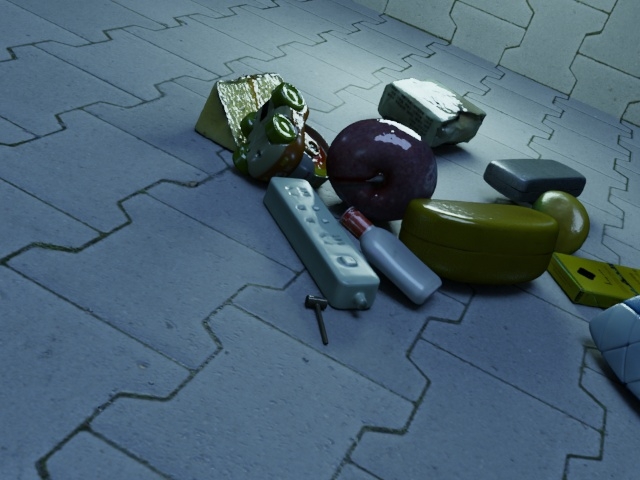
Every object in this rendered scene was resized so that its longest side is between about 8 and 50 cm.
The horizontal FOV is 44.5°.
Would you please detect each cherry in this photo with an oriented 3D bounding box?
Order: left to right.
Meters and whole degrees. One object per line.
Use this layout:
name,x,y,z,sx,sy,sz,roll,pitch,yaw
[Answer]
cherry,0.132,-0.150,1.651,0.236,0.213,0.285,49,18,1

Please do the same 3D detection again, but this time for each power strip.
power strip,0.000,0.000,1.452,0.091,0.062,0.385,2,33,-29

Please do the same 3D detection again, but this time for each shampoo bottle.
shampoo bottle,0.126,0.025,1.455,0.221,0.051,0.108,44,28,11

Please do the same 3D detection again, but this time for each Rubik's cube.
Rubik's cube,0.631,0.196,1.467,0.254,0.254,0.254,17,28,-9

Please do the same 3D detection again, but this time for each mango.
mango,0.584,-0.045,1.890,0.122,0.086,0.191,-26,47,1

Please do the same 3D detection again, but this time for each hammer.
hammer,0.000,0.130,1.272,0.035,0.019,0.110,11,35,-18

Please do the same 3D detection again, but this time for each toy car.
toy car,-0.057,-0.198,1.690,0.235,0.145,0.235,30,42,-30

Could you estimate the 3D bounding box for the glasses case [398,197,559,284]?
glasses case,0.333,0.008,1.587,0.371,0.141,0.173,2,19,-33

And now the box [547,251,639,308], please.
box,0.649,0.099,1.749,0.278,0.041,0.153,10,30,-20

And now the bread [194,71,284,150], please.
bread,-0.169,-0.299,1.831,0.141,0.178,0.266,-1,12,30

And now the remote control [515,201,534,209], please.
remote control,0.578,-0.073,2.020,0.087,0.029,0.190,-2,36,-37

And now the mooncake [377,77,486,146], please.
mooncake,0.315,-0.359,2.234,0.250,0.136,0.254,-15,49,-46

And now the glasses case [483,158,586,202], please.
glasses case,0.570,-0.161,2.063,0.323,0.074,0.131,-6,36,-42
